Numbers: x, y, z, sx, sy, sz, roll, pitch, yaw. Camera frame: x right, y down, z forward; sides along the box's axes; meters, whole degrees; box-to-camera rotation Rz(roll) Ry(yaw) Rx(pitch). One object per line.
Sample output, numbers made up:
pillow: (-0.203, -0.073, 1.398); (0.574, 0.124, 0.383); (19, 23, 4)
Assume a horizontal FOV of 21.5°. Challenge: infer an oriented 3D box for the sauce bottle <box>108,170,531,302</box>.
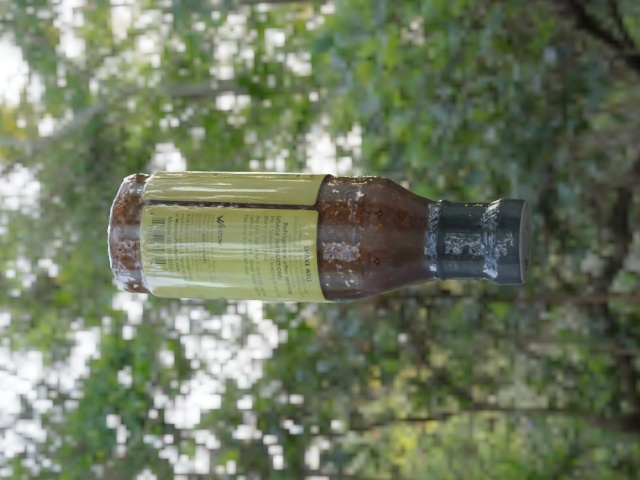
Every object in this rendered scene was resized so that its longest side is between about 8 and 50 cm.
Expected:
sauce bottle: (0.000, 0.000, 0.519); (0.042, 0.128, 0.042); (3, -90, -75)
